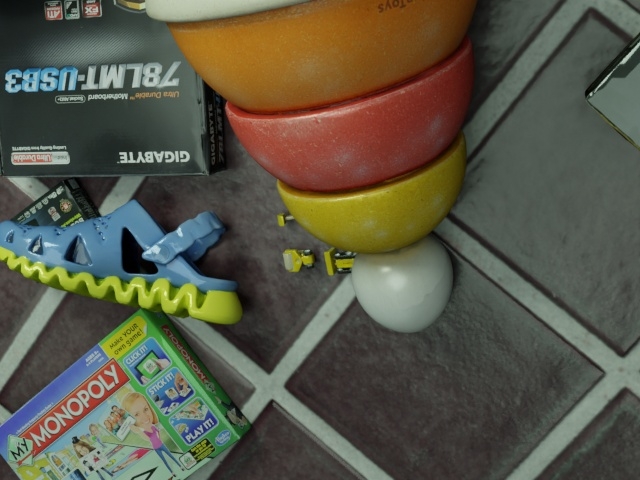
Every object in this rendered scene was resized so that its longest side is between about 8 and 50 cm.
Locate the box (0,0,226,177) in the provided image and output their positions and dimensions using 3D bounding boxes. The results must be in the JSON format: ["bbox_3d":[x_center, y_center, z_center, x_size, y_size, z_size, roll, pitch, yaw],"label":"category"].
[{"bbox_3d":[-0.271,-0.226,1.148,0.296,0.073,0.293,2,100,16],"label":"box"}]

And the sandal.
[{"bbox_3d":[-0.243,0.013,1.149,0.318,0.126,0.138,11,85,-3],"label":"sandal"}]

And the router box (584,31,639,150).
[{"bbox_3d":[0.385,-0.226,0.869,0.081,0.243,0.309,43,109,5],"label":"router box"}]

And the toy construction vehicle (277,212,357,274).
[{"bbox_3d":[0.000,0.000,1.135,0.098,0.035,0.085,-7,109,20],"label":"toy construction vehicle"}]

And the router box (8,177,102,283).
[{"bbox_3d":[-0.350,-0.013,1.225,0.122,0.038,0.092,-33,91,19],"label":"router box"}]

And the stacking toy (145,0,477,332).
[{"bbox_3d":[0.041,-0.105,0.994,0.351,0.350,0.479,-7,114,17],"label":"stacking toy"}]

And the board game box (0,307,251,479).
[{"bbox_3d":[-0.277,0.258,1.253,0.317,0.046,0.213,-39,89,19],"label":"board game box"}]
